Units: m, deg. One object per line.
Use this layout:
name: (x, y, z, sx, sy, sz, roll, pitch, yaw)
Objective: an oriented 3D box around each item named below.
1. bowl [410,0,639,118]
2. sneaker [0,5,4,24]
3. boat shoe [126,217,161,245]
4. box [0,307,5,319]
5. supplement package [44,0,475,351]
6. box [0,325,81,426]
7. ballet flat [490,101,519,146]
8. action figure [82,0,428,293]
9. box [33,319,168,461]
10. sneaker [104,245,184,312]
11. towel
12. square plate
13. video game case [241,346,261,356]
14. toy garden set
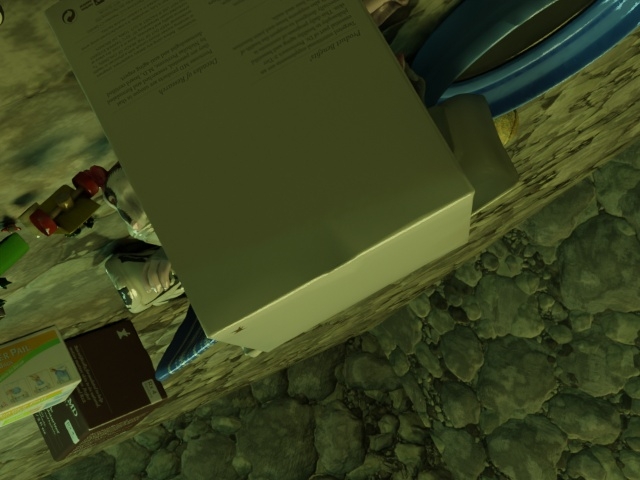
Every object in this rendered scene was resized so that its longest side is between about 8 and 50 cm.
bowl: (0.295, -0.284, 1.263, 0.391, 0.077, 0.391, -27, 168, -6)
sneaker: (-0.252, -0.152, 0.627, 0.040, 0.044, 0.109, -36, 168, 21)
boat shoe: (-0.170, -0.014, 1.298, 0.079, 0.081, 0.227, -35, 167, 28)
box: (-0.528, 0.130, 1.136, 0.231, 0.056, 0.183, -34, 168, 20)
supplement package: (-0.035, -0.079, 0.713, 0.199, 0.263, 0.198, -29, 168, 2)
box: (-0.506, 0.232, 1.499, 0.203, 0.103, 0.114, -21, 166, -36)
ballet flat: (0.155, -0.134, 1.527, 0.348, 0.123, 0.123, -31, 168, 14)
action figure: (-0.077, -0.102, 0.947, 0.370, 0.276, 0.248, -6, -174, 10)
box: (-0.420, 0.278, 1.732, 0.167, 0.168, 0.203, -18, 164, -40)
sneaker: (-0.212, 0.033, 1.375, 0.153, 0.094, 0.235, -31, 168, 4)
towel: (-0.157, 0.098, 1.653, 0.336, 0.040, 0.243, -38, -163, 33)
square plate: (0.055, -0.045, 1.104, 0.344, 0.049, 0.347, -34, -162, 16)
video game case: (0.000, 0.000, 1.262, 0.329, 0.036, 0.300, -41, -164, -4)
toy garden set: (-0.325, 0.027, 0.959, 0.204, 0.049, 0.244, -48, -163, -26)
